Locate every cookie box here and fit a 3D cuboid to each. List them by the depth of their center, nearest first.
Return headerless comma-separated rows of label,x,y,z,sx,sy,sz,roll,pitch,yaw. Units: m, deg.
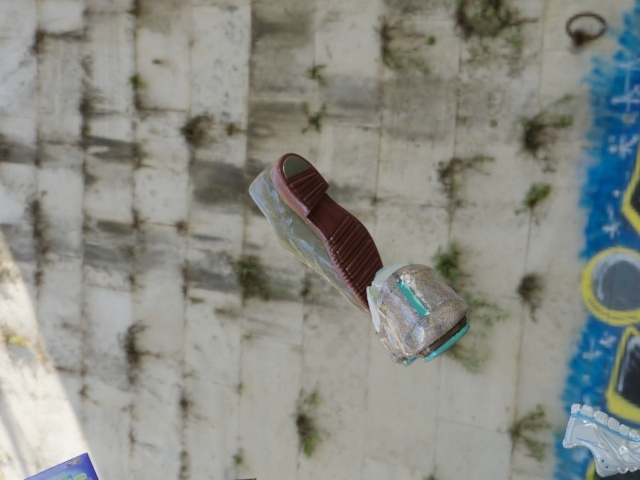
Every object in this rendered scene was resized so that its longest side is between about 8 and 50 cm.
cookie box,-0.293,0.316,1.033,0.092,0.107,0.040,-21,-20,-21

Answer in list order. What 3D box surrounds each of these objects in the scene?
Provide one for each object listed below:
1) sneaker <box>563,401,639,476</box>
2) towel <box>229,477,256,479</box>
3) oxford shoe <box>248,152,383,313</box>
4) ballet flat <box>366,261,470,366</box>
sneaker,0.439,0.310,1.281,0.083,0.190,0.071,-63,-23,-11
towel,-0.141,0.403,1.398,0.083,0.009,0.060,-1,-68,-25
oxford shoe,0.000,0.000,1.685,0.348,0.130,0.123,56,-138,-7
ballet flat,0.102,0.074,0.988,0.107,0.106,0.316,-40,-8,-7
